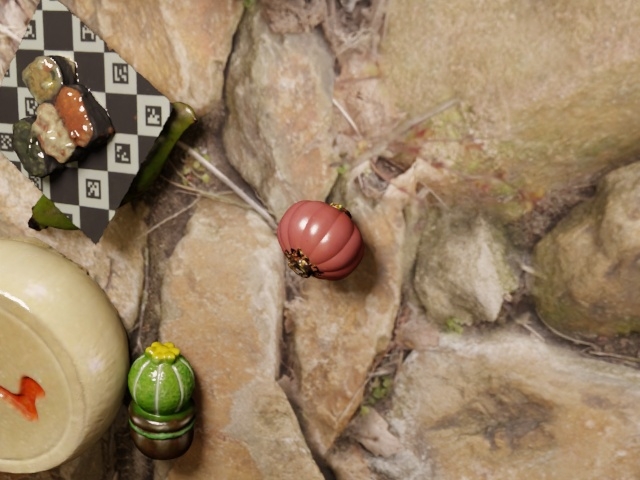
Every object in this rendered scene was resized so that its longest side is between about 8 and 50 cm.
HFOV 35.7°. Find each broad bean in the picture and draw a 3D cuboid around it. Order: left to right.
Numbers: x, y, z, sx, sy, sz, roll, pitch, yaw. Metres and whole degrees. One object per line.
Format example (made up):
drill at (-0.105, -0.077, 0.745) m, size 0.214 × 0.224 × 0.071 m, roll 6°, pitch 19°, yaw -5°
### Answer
broad bean at (-0.266, -0.076, 1.244) m, size 0.339 × 0.061 × 0.077 m, roll -29°, pitch 91°, yaw 29°

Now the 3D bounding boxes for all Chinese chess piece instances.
Chinese chess piece at (-0.428, 0.159, 1.373) m, size 0.338 × 0.140 × 0.338 m, roll 9°, pitch 118°, yaw 17°

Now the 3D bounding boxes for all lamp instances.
lamp at (0.000, 0.000, 1.165) m, size 0.107 × 0.092 × 0.107 m, roll 31°, pitch 160°, yaw 13°

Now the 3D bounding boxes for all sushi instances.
sushi at (-0.315, -0.144, 1.191) m, size 0.231 × 0.047 × 0.220 m, roll 42°, pitch 117°, yaw 14°

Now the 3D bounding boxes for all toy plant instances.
toy plant at (-0.215, 0.214, 1.352) m, size 0.092 × 0.093 × 0.162 m, roll 11°, pitch 115°, yaw 15°
